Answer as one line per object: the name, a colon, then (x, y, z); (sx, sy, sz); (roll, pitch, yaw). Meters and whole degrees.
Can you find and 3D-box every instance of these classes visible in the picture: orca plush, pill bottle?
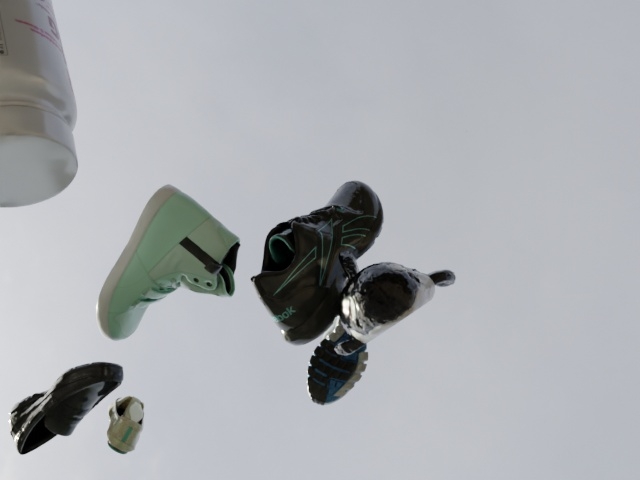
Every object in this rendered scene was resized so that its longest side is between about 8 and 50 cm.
orca plush: (0.070, 0.043, 0.837); (0.151, 0.287, 0.102); (-37, -99, 18)
pill bottle: (-0.379, -0.190, 0.866); (0.160, 0.160, 0.283); (-28, -117, 14)

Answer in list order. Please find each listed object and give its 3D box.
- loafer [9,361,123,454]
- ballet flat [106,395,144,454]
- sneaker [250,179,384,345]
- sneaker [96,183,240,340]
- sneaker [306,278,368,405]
loafer: (-0.363, 0.241, 1.056); (0.223, 0.076, 0.078); (-31, -123, 24)
ballet flat: (-0.265, 0.246, 1.027); (0.057, 0.168, 0.052); (31, -92, -17)
sneaker: (0.000, 0.000, 0.909); (0.101, 0.267, 0.106); (-26, -63, 40)
sneaker: (-0.204, 0.068, 1.006); (0.151, 0.094, 0.255); (34, -65, 9)
sneaker: (0.030, 0.143, 0.993); (0.071, 0.190, 0.083); (26, -34, 1)
